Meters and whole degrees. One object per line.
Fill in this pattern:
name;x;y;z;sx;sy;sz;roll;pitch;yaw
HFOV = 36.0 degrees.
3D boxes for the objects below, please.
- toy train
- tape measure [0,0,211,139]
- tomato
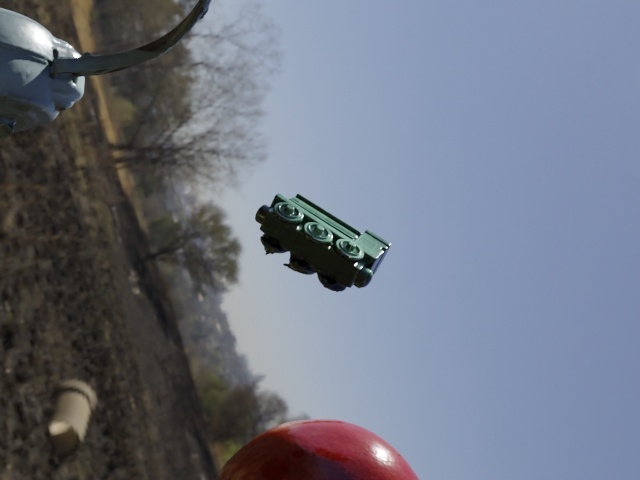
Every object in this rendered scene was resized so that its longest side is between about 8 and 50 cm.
toy train;0.000;0.000;1.266;0.071;0.170;0.111;-63;168;27
tape measure;-0.190;-0.123;0.637;0.330;0.164;0.084;-9;-94;44
tomato;0.002;0.242;0.795;0.136;0.195;0.195;-135;-150;-70
